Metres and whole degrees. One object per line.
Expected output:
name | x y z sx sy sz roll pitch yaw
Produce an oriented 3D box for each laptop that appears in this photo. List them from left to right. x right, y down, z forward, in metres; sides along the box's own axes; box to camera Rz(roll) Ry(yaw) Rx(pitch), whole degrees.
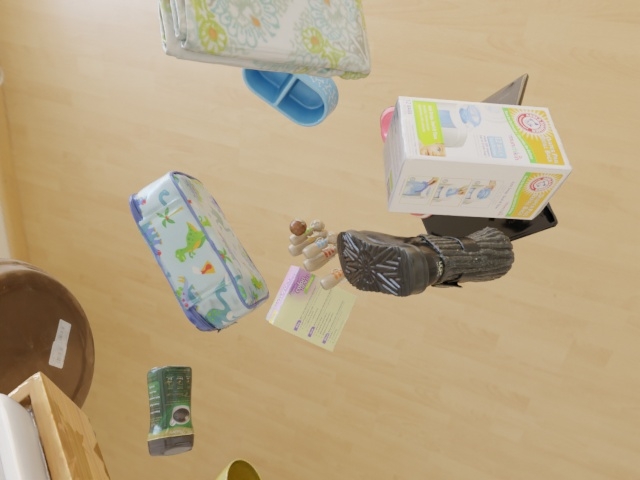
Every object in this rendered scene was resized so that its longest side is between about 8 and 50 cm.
laptop | 0.472 -0.199 1.351 0.236 0.408 0.382 41 144 -17

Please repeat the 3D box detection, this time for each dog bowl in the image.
dog bowl | -0.089 -0.435 1.296 0.297 0.074 0.166 33 137 -16

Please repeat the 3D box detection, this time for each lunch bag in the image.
lunch bag | -0.163 0.017 0.656 0.090 0.176 0.219 -31 89 5

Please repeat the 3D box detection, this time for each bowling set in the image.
bowling set | 0.000 0.000 1.453 0.287 0.154 0.200 43 157 44

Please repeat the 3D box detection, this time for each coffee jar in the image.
coffee jar | -0.332 0.375 1.020 0.079 0.096 0.184 -24 63 31

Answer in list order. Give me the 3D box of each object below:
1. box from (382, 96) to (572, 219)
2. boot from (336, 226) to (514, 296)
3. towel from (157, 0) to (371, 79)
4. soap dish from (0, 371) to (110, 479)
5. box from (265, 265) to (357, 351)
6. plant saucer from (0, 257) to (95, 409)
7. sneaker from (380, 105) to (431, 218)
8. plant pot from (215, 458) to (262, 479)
box | 0.193 -0.105 0.601 0.203 0.114 0.103 4 147 -4
boot | 0.213 0.036 1.020 0.348 0.260 0.131 19 117 61
towel | -0.086 -0.432 0.734 0.090 0.374 0.320 -3 95 54
soap dish | -0.258 0.293 0.365 0.229 0.118 0.291 -41 56 -2
box | -0.032 0.236 1.615 0.243 0.117 0.213 28 82 -17
plant saucer | -0.405 0.157 0.627 0.041 0.278 0.278 -13 105 11
sneaker | 0.229 -0.209 1.206 0.116 0.136 0.314 -19 89 27
plant pot | -0.207 0.597 1.074 0.095 0.134 0.134 -34 95 14
